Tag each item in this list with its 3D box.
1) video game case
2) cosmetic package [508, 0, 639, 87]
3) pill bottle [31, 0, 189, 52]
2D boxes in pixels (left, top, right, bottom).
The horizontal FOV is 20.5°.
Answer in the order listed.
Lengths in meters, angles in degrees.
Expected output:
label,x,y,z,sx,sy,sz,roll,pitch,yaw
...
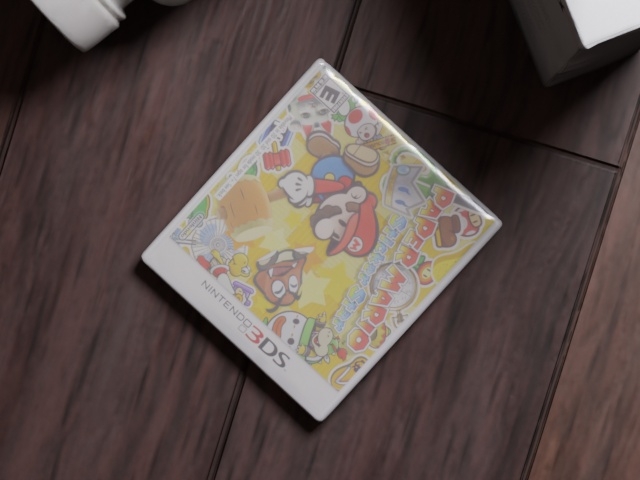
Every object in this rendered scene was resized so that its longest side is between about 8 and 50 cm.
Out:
label,x,y,z,sx,sy,sz,roll,pitch,yaw
video game case,0.000,0.000,1.471,0.206,0.026,0.227,42,92,2
cosmetic package,0.153,-0.316,1.332,0.097,0.284,0.377,-22,89,4
pill bottle,-0.109,-0.299,1.402,0.318,0.176,0.176,-39,88,3
